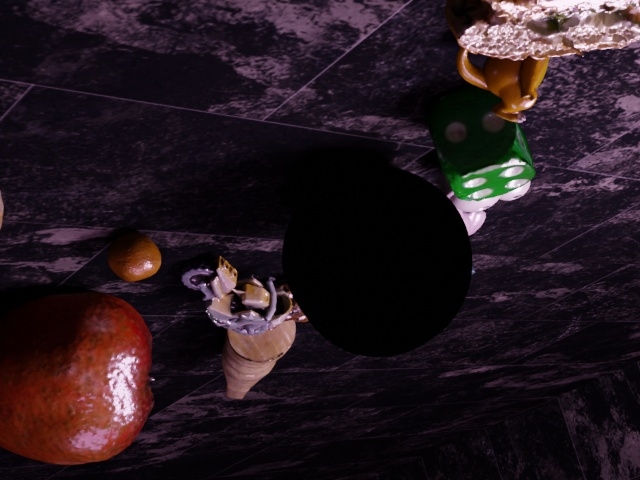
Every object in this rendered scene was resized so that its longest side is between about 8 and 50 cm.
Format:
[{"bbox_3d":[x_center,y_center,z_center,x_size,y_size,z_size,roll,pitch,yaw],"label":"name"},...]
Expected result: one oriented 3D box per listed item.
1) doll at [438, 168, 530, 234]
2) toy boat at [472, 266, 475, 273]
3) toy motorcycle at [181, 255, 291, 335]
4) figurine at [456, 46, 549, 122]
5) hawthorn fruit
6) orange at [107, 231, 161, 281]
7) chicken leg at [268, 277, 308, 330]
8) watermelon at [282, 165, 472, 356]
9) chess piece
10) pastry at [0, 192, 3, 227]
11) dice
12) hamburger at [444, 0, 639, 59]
[{"bbox_3d":[0.225,-0.057,1.904,0.160,0.094,0.365,-9,160,-26],"label":"doll"},{"bbox_3d":[0.228,0.065,2.281,0.141,0.055,0.060,-27,151,27],"label":"toy boat"},{"bbox_3d":[-0.134,0.091,2.018,0.130,0.094,0.229,-12,143,24],"label":"toy motorcycle"},{"bbox_3d":[0.242,-0.242,1.452,0.122,0.121,0.176,24,130,-19],"label":"figurine"},{"bbox_3d":[-0.446,0.210,1.916,0.369,0.284,0.284,11,156,-5],"label":"hawthorn fruit"},{"bbox_3d":[-0.277,0.025,1.780,0.085,0.085,0.085,-14,160,-5],"label":"orange"},{"bbox_3d":[-0.030,0.113,2.163,0.196,0.080,0.125,-4,146,-18],"label":"chicken leg"},{"bbox_3d":[0.082,0.029,1.760,0.285,0.285,0.285,-14,160,-5],"label":"watermelon"},{"bbox_3d":[-0.138,0.221,2.322,0.137,0.137,0.301,-9,158,-17],"label":"chess piece"},{"bbox_3d":[-0.488,-0.024,1.471,0.192,0.093,0.182,-29,159,31],"label":"pastry"},{"bbox_3d":[0.221,-0.133,1.640,0.120,0.131,0.128,-19,161,11],"label":"dice"},{"bbox_3d":[0.252,-0.277,1.251,0.283,0.156,0.144,-7,140,-24],"label":"hamburger"}]
